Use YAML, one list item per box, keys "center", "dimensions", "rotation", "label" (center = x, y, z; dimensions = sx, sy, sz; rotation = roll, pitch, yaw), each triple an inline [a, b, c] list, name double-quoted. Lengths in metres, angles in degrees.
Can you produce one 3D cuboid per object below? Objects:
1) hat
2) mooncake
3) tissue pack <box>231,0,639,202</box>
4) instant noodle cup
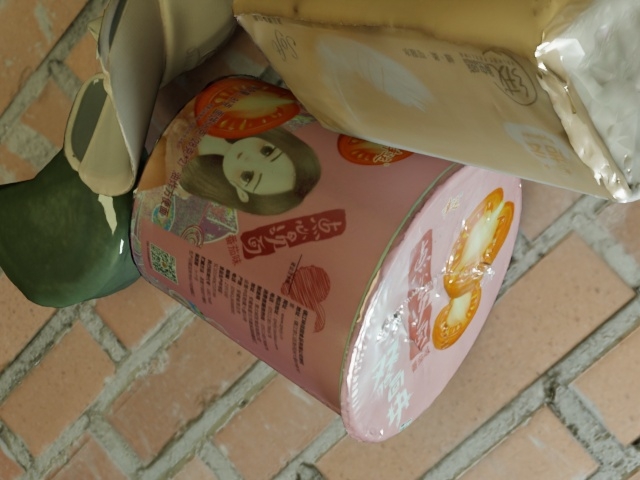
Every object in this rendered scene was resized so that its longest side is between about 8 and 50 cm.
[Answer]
- center: [-0.118, -0.154, 1.047]
  dimensions: [0.219, 0.164, 0.226]
  rotation: [133, 128, -63]
  label: "hat"
- center: [-0.221, -0.027, 1.190]
  dimensions: [0.175, 0.104, 0.169]
  rotation: [9, 108, 27]
  label: "mooncake"
- center: [0.138, -0.128, 0.816]
  dimensions: [0.305, 0.238, 0.239]
  rotation: [20, 113, 55]
  label: "tissue pack"
- center: [0.000, 0.000, 1.024]
  dimensions: [0.231, 0.243, 0.243]
  rotation: [27, 112, 27]
  label: "instant noodle cup"
